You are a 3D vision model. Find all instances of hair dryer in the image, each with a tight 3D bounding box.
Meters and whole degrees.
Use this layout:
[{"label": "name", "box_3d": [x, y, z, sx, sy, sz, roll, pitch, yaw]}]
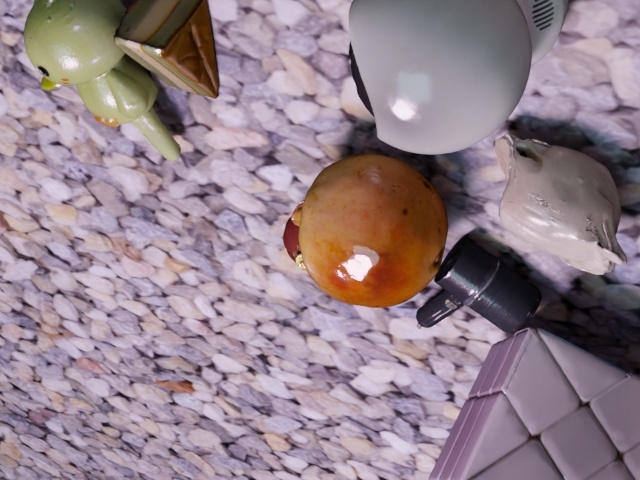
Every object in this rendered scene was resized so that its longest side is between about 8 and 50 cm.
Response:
[{"label": "hair dryer", "box_3d": [0.182, 0.084, 1.572, 0.124, 0.071, 0.219, 37, 149, -8]}]

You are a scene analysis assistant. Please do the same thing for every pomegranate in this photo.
[{"label": "pomegranate", "box_3d": [0.062, -0.015, 1.451, 0.191, 0.191, 0.191, 19, 141, 16]}]

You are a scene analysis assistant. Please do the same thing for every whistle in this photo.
[{"label": "whistle", "box_3d": [-0.277, -0.200, 1.504, 0.141, 0.141, 0.294, 7, 135, 29]}]

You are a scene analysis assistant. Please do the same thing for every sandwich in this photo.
[{"label": "sandwich", "box_3d": [-0.186, -0.209, 1.450, 0.079, 0.113, 0.163, 18, 141, 17]}]

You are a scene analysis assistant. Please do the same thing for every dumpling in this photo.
[{"label": "dumpling", "box_3d": [0.265, -0.034, 1.346, 0.199, 0.118, 0.136, 51, 163, 20]}]

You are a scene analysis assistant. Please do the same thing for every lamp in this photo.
[{"label": "lamp", "box_3d": [0.000, 0.000, 1.574, 0.101, 0.090, 0.101, 20, 142, 16]}]

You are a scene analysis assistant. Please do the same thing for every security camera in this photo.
[{"label": "security camera", "box_3d": [0.124, -0.191, 1.163, 0.194, 0.236, 0.194, 17, 142, 14]}]

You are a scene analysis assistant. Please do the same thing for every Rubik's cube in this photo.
[{"label": "Rubik's cube", "box_3d": [0.288, 0.259, 1.490, 0.231, 0.221, 0.224, 27, 168, -2]}]
